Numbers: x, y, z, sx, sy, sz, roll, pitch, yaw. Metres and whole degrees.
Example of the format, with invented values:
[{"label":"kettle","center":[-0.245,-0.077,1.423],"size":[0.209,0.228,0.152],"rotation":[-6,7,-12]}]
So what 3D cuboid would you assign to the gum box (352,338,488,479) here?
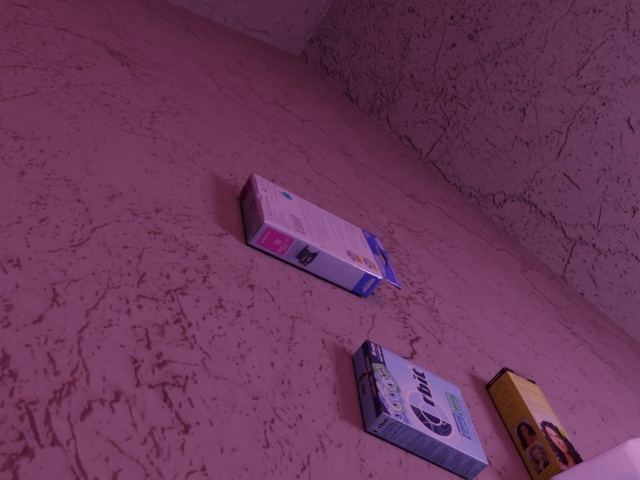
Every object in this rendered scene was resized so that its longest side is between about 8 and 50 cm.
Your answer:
[{"label":"gum box","center":[0.139,0.240,0.860],"size":[0.184,0.041,0.157],"rotation":[30,22,-18]}]

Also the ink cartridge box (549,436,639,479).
[{"label":"ink cartridge box","center":[0.556,0.390,0.797],"size":[0.308,0.384,0.091],"rotation":[-122,-167,-46]}]

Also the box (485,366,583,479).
[{"label":"box","center":[0.369,0.324,1.020],"size":[0.087,0.058,0.232],"rotation":[28,22,-22]}]

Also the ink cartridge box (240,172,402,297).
[{"label":"ink cartridge box","center":[0.000,0.000,1.123],"size":[0.311,0.065,0.186],"rotation":[24,24,-25]}]
